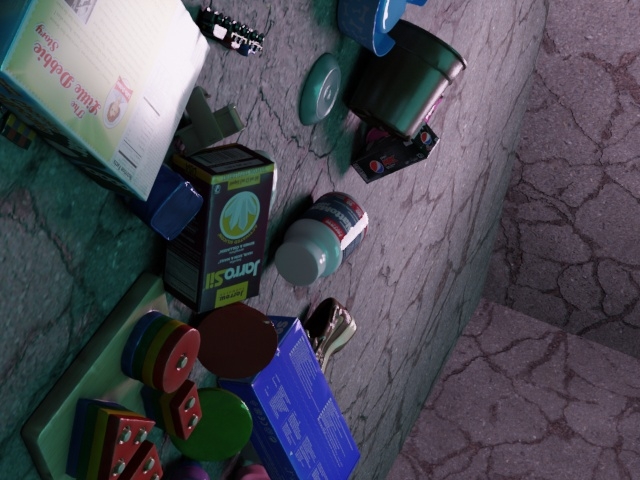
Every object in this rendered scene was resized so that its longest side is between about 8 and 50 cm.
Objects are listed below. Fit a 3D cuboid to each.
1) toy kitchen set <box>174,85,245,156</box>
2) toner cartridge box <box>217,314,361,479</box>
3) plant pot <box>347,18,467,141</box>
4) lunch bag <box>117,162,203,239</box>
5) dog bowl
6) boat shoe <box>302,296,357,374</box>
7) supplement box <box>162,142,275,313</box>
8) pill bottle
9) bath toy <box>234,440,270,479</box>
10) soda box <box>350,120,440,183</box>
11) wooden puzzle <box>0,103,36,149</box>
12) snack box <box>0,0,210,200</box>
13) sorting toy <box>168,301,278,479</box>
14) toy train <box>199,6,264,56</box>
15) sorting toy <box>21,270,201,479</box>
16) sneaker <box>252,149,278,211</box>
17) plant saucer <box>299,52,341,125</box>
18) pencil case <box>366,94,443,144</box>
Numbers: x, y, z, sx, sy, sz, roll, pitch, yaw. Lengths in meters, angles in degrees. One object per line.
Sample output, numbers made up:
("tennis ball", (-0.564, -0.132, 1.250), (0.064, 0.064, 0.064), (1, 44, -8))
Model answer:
("toy kitchen set", (-0.127, -0.153, 1.241), (0.068, 0.083, 0.075), (64, 30, -7))
("toner cartridge box", (-0.046, 0.313, 1.812), (0.165, 0.075, 0.348), (-54, 133, -41))
("plant pot", (0.138, -0.269, 1.783), (0.165, 0.167, 0.167), (-59, 163, -2))
("lunch bag", (-0.186, -0.052, 1.182), (0.067, 0.065, 0.098), (-50, 161, -8))
("dog bowl", (0.116, -0.420, 1.651), (0.297, 0.074, 0.166), (-56, 160, -37))
("boat shoe", (-0.032, 0.208, 1.987), (0.257, 0.095, 0.095), (-51, 123, -39))
("supplement box", (-0.129, -0.016, 1.300), (0.104, 0.081, 0.188), (-16, 124, -41))
("pill bottle", (0.000, 0.000, 1.749), (0.180, 0.108, 0.108), (-47, 153, -52))
("bath toy", (-0.112, 0.482, 1.954), (0.129, 0.151, 0.348), (-7, 109, -55))
("soda box", (0.134, -0.162, 1.895), (0.169, 0.053, 0.060), (-20, -152, 49))
("wooden puzzle", (-0.269, -0.112, 0.944), (0.049, 0.006, 0.083), (-66, 164, -8))
("snack box", (-0.205, -0.176, 0.963), (0.322, 0.060, 0.187), (57, 52, -70))
("sorting toy", (-0.164, 0.234, 1.600), (0.126, 0.127, 0.365), (-104, -151, -65))
("toy train", (-0.105, -0.247, 1.253), (0.036, 0.027, 0.158), (-67, 163, 8))
("sorting toy", (-0.237, 0.218, 1.311), (0.257, 0.089, 0.255), (-56, 160, -34))
("sneaker", (-0.112, -0.029, 1.431), (0.232, 0.090, 0.115), (-66, 173, 25))
("plant saucer", (0.004, -0.232, 1.625), (0.119, 0.021, 0.119), (-56, 159, -35))
("pencil case", (0.167, -0.244, 2.009), (0.209, 0.095, 0.098), (-57, 145, -39))
